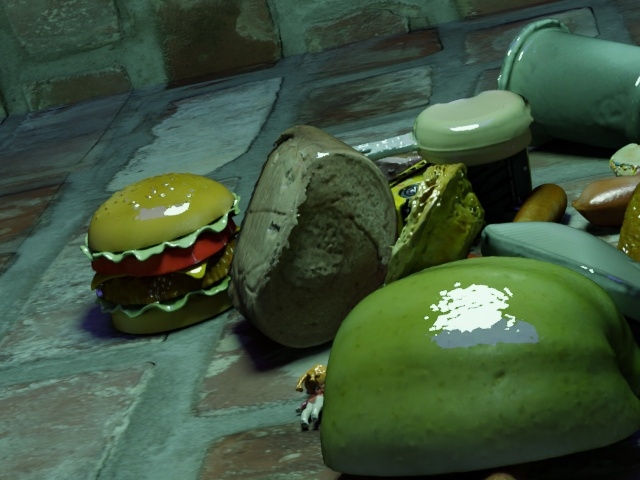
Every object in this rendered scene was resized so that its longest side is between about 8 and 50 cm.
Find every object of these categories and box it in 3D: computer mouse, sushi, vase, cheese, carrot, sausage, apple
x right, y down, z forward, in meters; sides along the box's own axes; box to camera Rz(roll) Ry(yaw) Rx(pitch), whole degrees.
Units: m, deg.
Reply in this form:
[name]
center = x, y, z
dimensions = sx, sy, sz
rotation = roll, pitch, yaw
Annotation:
[computer mouse]
center = 0.344, 0.038, 1.757
dimensions = 0.197, 0.095, 0.331
rotation = 19, 2, -35
[sushi]
center = 0.500, -0.035, 1.876
dimensions = 0.140, 0.149, 0.287
rotation = 6, 22, 36
[vase]
center = 0.498, -0.256, 2.415
dimensions = 0.245, 0.245, 0.291
rotation = -28, 33, -35
[cheese]
center = 0.186, -0.164, 2.119
dimensions = 0.286, 0.082, 0.163
rotation = -11, 23, 1
[carrot]
center = 0.332, -0.030, 2.101
dimensions = 0.067, 0.067, 0.225
rotation = -4, 24, 26
[sausage]
center = 0.533, -0.078, 2.076
dimensions = 0.300, 0.083, 0.089
rotation = -15, 26, 4
[apple]
center = 0.196, 0.159, 1.566
dimensions = 0.360, 0.311, 0.320
rotation = -10, 55, 25

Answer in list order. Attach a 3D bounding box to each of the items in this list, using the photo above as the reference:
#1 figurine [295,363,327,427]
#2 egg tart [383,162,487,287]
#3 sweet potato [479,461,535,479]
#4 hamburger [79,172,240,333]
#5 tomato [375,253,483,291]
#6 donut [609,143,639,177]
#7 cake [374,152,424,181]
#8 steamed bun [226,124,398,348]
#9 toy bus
[figurine]
center = -0.007, 0.197, 1.743
dimensions = 0.064, 0.047, 0.109
rotation = -31, 19, 23
[egg tart]
center = 0.150, 0.000, 1.748
dimensions = 0.090, 0.212, 0.212
rotation = 27, 34, 15
[sweet potato]
center = 0.180, 0.285, 1.328
dimensions = 0.066, 0.072, 0.314
rotation = -24, 15, 16
[hamburger]
center = -0.247, 0.003, 2.180
dimensions = 0.274, 0.212, 0.274
rotation = -12, 20, 4
[tomato]
center = 0.169, 0.080, 1.865
dimensions = 0.228, 0.101, 0.228
rotation = -12, 23, 5
[donut]
center = 0.531, -0.109, 2.185
dimensions = 0.108, 0.065, 0.166
rotation = -26, 24, -30
[cake]
center = 0.193, -0.113, 2.428
dimensions = 0.116, 0.113, 0.295
rotation = 3, 12, 35
[steamed bun]
center = 0.000, 0.000, 1.975
dimensions = 0.199, 0.301, 0.251
rotation = 20, 4, -17
[toy bus]
center = 0.201, -0.066, 2.169
dimensions = 0.151, 0.145, 0.331
rotation = 8, 29, 43
